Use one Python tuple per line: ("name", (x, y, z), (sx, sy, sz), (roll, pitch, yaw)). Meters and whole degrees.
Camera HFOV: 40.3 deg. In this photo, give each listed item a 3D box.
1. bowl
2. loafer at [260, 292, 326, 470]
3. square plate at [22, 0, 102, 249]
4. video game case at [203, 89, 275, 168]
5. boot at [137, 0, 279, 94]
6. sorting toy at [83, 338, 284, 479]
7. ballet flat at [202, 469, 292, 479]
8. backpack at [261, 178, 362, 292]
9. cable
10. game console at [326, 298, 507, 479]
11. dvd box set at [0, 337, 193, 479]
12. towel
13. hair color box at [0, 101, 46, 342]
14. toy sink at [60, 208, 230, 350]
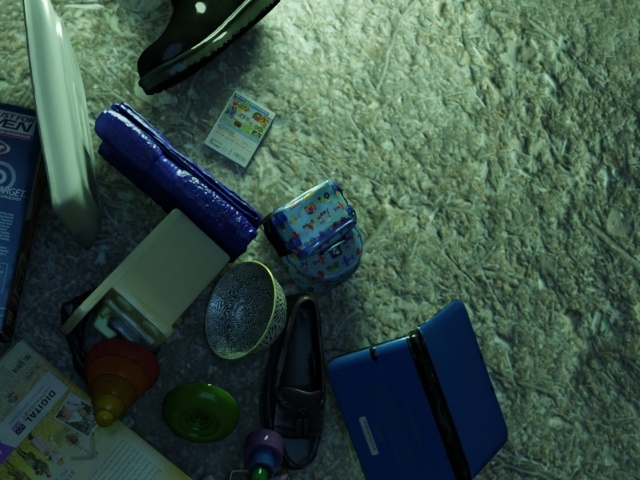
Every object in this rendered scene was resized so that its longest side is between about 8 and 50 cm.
("bowl", (-0.111, 0.127, 1.481), (0.080, 0.170, 0.170), (26, 70, -43))
("loafer", (-0.041, 0.238, 1.490), (0.109, 0.095, 0.303), (4, 78, -17))
("square plate", (-0.389, -0.180, 1.341), (0.049, 0.347, 0.344), (-9, 81, -9))
("video game case", (-0.147, -0.203, 1.596), (0.087, 0.011, 0.122), (30, 72, -8))
("boot", (-0.258, -0.439, 1.545), (0.260, 0.131, 0.348), (49, 60, -9))
("sorting toy", (-0.217, 0.296, 1.365), (0.365, 0.127, 0.126), (33, 31, -18))
("ballet flat", (-0.150, 0.421, 1.439), (0.221, 0.077, 0.079), (-6, 63, -19))
("backpack", (0.000, 0.000, 1.543), (0.158, 0.117, 0.173), (-29, 91, -19))
("cable", (-0.341, 0.164, 1.450), (0.150, 0.047, 0.185), (-18, 80, -24))
("game console", (0.179, 0.289, 1.555), (0.250, 0.173, 0.293), (-18, 97, 12))
("dvd box set", (-0.402, 0.396, 1.328), (0.420, 0.062, 0.308), (37, 71, 6))
("towel", (-0.232, -0.092, 1.432), (0.308, 0.227, 0.076), (42, 77, -5))
("hair color box", (-0.505, -0.024, 1.367), (0.105, 0.174, 0.348), (10, 76, -14))
("toy sink", (-0.275, 0.089, 1.388), (0.131, 0.153, 0.234), (44, 60, -6))
